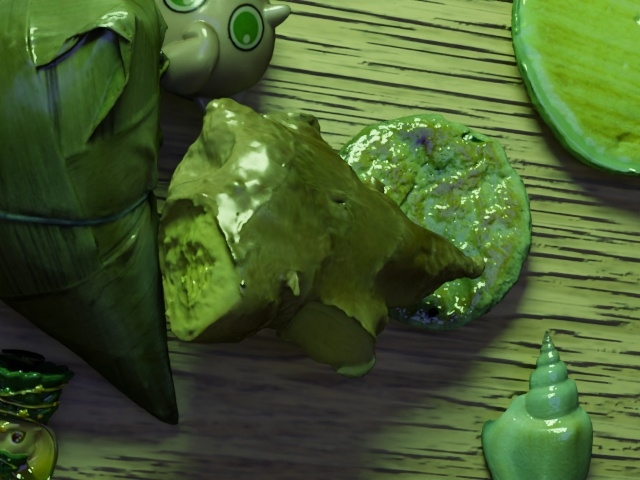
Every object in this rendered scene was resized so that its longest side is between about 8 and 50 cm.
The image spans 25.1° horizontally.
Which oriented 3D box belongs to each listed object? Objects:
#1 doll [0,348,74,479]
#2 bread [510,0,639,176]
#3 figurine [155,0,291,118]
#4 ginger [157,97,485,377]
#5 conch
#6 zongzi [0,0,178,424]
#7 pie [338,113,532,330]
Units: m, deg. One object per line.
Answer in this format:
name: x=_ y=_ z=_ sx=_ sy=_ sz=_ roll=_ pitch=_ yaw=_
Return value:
doll: x=-0.233 y=0.137 z=1.120 sx=0.078 sy=0.076 sz=0.113 roll=11 pitch=111 yaw=14
bread: x=0.305 y=-0.190 z=1.277 sx=0.301 sy=0.045 sz=0.301 roll=2 pitch=82 yaw=-14
figurine: x=-0.095 y=-0.169 z=1.147 sx=0.125 sy=0.125 sz=0.138 roll=31 pitch=77 yaw=-7
ginger: x=0.000 y=0.000 z=1.107 sx=0.270 sy=0.123 sz=0.219 roll=11 pitch=59 yaw=-40
conch: x=0.184 y=0.165 z=1.194 sx=0.088 sy=0.065 sz=0.180 roll=-1 pitch=89 yaw=-13
zongzi: x=-0.267 y=-0.010 z=1.103 sx=0.323 sy=0.160 sz=0.360 roll=-1 pitch=116 yaw=8
pie: x=0.089 y=-0.017 z=1.208 sx=0.186 sy=0.041 sz=0.187 roll=1 pitch=83 yaw=-10
